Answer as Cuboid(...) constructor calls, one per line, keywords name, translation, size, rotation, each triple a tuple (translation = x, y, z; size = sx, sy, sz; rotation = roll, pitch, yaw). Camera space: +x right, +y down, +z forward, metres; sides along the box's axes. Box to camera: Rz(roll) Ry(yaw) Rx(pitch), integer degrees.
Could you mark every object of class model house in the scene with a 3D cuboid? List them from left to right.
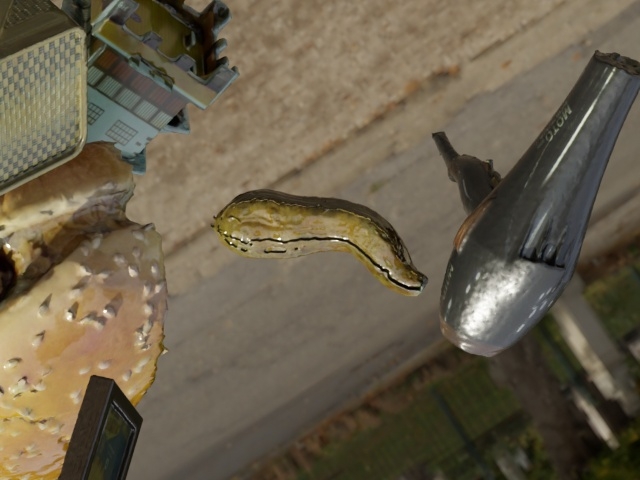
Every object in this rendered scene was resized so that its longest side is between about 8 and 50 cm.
Cuboid(name="model house", translation=(-0.242, -0.230, 1.562), size=(0.215, 0.224, 0.198), rotation=(-41, 124, 22))

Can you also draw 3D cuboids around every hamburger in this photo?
Cuboid(name="hamburger", translation=(-0.357, 0.112, 1.344), size=(0.287, 0.268, 0.445), rotation=(-8, 152, -36))

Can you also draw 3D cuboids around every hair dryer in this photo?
Cuboid(name="hair dryer", translation=(0.175, -0.080, 1.240), size=(0.359, 0.120, 0.304), rotation=(-117, -135, -64))

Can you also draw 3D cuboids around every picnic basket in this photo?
Cuboid(name="picnic basket", translation=(-0.334, -0.119, 1.044), size=(0.266, 0.139, 0.165), rotation=(-32, 152, -31))

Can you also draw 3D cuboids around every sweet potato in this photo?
Cuboid(name="sweet potato", translation=(0.003, -0.005, 1.279), size=(0.062, 0.233, 0.081), rotation=(0, 103, -78))

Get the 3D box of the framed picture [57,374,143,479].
Cuboid(name="framed picture", translation=(-0.196, 0.213, 1.065), size=(0.128, 0.023, 0.168), rotation=(81, 21, -67))
